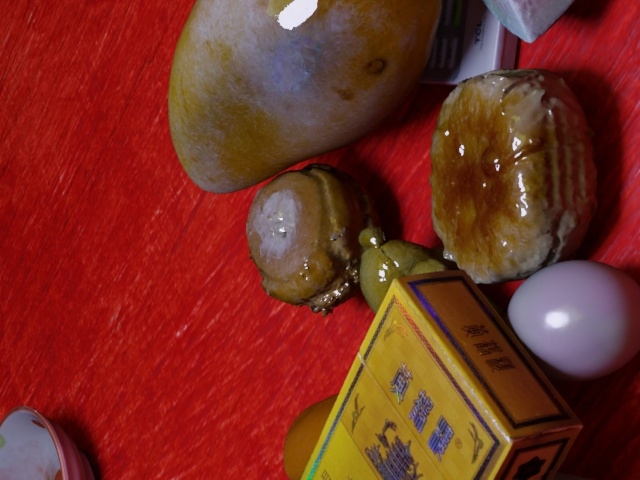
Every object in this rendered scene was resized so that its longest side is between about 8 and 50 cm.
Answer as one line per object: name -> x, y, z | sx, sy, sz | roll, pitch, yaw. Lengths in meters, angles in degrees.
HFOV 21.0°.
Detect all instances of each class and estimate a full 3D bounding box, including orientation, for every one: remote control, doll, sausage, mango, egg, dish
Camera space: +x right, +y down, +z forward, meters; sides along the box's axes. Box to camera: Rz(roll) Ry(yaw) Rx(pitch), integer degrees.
remote control -> 0.106, -0.205, 1.714 | 0.250, 0.034, 0.103 | 13, 96, 56
doll -> 0.119, 0.059, 1.627 | 0.209, 0.097, 0.137 | 34, 151, 44
sausage -> 0.043, 0.194, 1.709 | 0.238, 0.098, 0.098 | -22, 68, 50
mango -> -0.023, -0.184, 1.682 | 0.221, 0.199, 0.384 | 40, 131, -1
egg -> 0.217, 0.068, 1.458 | 0.135, 0.103, 0.103 | -15, 74, 50
dish -> -0.355, 0.346, 2.273 | 0.260, 0.085, 0.260 | -6, 83, 56

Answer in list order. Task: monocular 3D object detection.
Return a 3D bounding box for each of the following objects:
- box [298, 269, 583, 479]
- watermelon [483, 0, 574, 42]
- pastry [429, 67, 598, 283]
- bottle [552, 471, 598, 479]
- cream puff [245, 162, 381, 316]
box -> 0.090, 0.199, 1.505 | 0.193, 0.084, 0.301 | 54, 137, 35
watermelon -> 0.144, -0.313, 1.517 | 0.320, 0.214, 0.289 | -9, 81, 43
pastry -> 0.170, -0.058, 1.549 | 0.182, 0.093, 0.192 | -5, 90, 60
bottle -> 0.227, 0.236, 1.451 | 0.201, 0.072, 0.072 | 4, 89, 56
cream puff -> 0.000, 0.000, 1.772 | 0.150, 0.115, 0.165 | -32, 51, 41
